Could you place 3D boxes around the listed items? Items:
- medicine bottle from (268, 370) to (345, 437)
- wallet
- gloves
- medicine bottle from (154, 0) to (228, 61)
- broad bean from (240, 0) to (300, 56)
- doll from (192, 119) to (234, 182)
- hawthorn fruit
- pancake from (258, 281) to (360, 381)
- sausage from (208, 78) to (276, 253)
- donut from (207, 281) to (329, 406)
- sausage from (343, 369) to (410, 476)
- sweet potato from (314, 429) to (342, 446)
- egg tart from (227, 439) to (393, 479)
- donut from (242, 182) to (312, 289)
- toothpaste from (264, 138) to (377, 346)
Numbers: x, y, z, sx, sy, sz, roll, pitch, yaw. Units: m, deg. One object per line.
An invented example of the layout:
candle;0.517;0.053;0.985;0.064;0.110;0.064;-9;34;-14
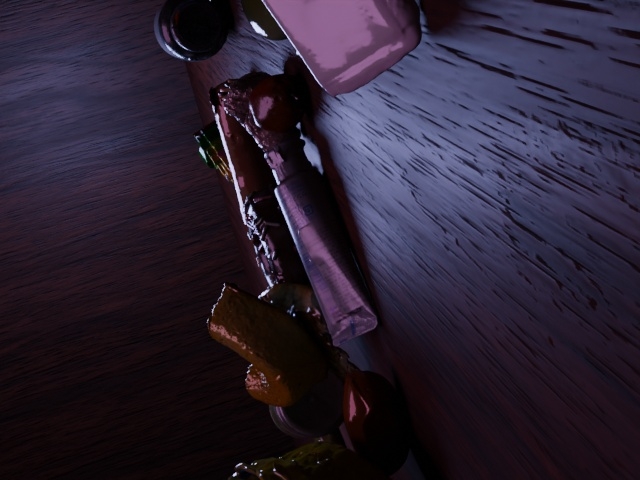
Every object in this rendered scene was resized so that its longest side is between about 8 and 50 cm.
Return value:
medicine bottle;-0.027;0.333;1.711;0.322;0.151;0.151;113;139;-76
wallet;0.000;-0.212;0.662;0.124;0.032;0.183;-26;104;48
gloves;-0.086;-0.198;1.263;0.144;0.094;0.110;52;-161;-11
medicine bottle;-0.267;-0.441;1.700;0.293;0.141;0.141;-134;28;-70
broad bean;-0.022;-0.273;0.742;0.169;0.100;0.228;47;153;52
doll;-0.244;-0.220;2.085;0.186;0.106;0.134;53;171;15
hawthorn fruit;-0.053;-0.195;1.150;0.093;0.081;0.081;-27;79;51
pancake;-0.004;0.164;1.372;0.244;0.057;0.266;42;158;1
sausage;-0.138;-0.127;1.693;0.094;0.094;0.418;-55;-40;-51
donut;-0.070;0.184;1.330;0.152;0.101;0.259;15;144;38
sausage;0.080;0.263;1.173;0.089;0.089;0.179;-124;13;-59
sweet potato;0.031;0.492;1.962;0.233;0.062;0.081;-129;24;-58
egg tart;0.042;0.401;1.144;0.388;0.169;0.388;32;163;11
donut;-0.064;0.020;1.506;0.270;0.103;0.269;162;90;-79
toothpaste;0.000;0.000;1.195;0.114;0.073;0.299;-33;75;49
